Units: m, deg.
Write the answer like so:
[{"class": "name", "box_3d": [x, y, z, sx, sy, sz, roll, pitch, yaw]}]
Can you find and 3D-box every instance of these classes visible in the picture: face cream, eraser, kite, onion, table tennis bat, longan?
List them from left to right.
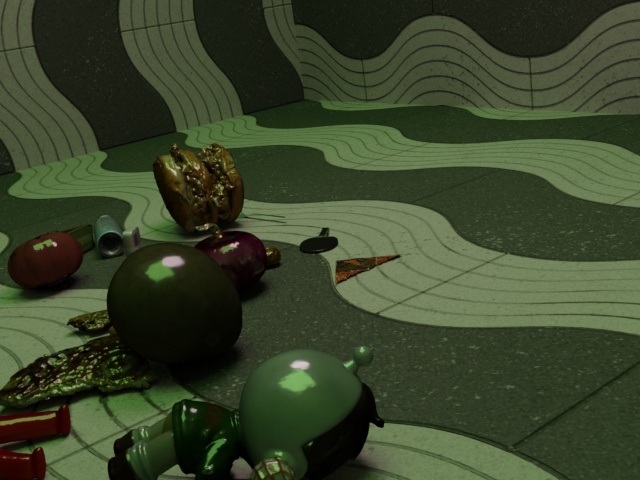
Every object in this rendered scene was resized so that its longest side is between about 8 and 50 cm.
[{"class": "face cream", "box_3d": [-0.581, -0.018, 2.336, 0.075, 0.075, 0.229, -12, 18, -13]}, {"class": "eraser", "box_3d": [-0.459, 0.022, 2.100, 0.026, 0.105, 0.065, -7, 17, 4]}, {"class": "longan", "box_3d": [-0.256, 0.119, 1.521, 0.248, 0.248, 0.248, -7, 17, 2]}, {"class": "onion", "box_3d": [-0.202, 0.043, 1.856, 0.177, 0.154, 0.177, 2, -5, 0]}, {"class": "table tennis bat", "box_3d": [0.000, 0.000, 2.120, 0.095, 0.014, 0.158, -5, 19, 13]}, {"class": "kite", "box_3d": [0.075, 0.055, 1.930, 0.222, 0.008, 0.125, -21, 19, -37]}]

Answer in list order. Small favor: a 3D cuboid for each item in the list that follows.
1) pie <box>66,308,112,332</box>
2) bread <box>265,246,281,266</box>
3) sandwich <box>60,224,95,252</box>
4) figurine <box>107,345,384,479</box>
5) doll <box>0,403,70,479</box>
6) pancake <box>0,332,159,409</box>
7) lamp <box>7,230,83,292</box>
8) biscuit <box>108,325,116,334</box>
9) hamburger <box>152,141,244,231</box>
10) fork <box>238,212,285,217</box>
[{"class": "pie", "box_3d": [-0.439, 0.161, 1.776, 0.169, 0.034, 0.092, -12, 15, -33]}, {"class": "bread", "box_3d": [-0.169, 0.047, 1.993, 0.157, 0.044, 0.052, -11, 23, -8]}, {"class": "sandwich", "box_3d": [-0.652, 0.006, 2.292, 0.116, 0.074, 0.074, -18, 18, -32]}, {"class": "figurine", "box_3d": [-0.093, 0.250, 1.132, 0.369, 0.167, 0.281, -17, 13, 0]}, {"class": "doll", "box_3d": [-0.585, 0.308, 1.288, 0.383, 0.099, 0.188, -5, 18, 0]}, {"class": "pancake", "box_3d": [-0.405, 0.243, 1.504, 0.244, 0.057, 0.266, 10, 27, 23]}, {"class": "lamp", "box_3d": [-0.658, 0.055, 2.054, 0.182, 0.140, 0.182, -21, 4, 2]}, {"class": "biscuit", "box_3d": [-0.313, 0.163, 1.716, 0.220, 0.029, 0.142, -7, 17, 3]}, {"class": "hamburger", "box_3d": [-0.343, -0.154, 2.374, 0.211, 0.261, 0.245, -19, 1, -20]}, {"class": "fork", "box_3d": [-0.182, -0.069, 2.412, 0.235, 0.021, 0.039, 11, 29, 42]}]
